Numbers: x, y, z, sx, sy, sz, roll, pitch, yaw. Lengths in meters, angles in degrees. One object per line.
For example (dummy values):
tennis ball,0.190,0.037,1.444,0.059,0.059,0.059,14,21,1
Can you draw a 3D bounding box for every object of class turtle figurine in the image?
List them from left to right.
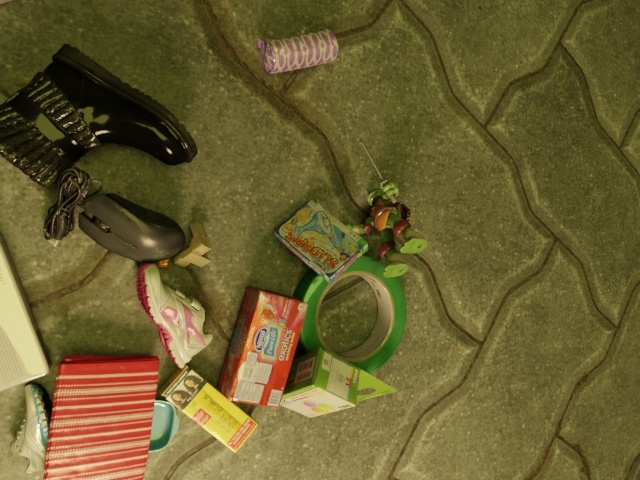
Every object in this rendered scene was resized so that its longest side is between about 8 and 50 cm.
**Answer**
turtle figurine,0.133,-0.052,1.147,0.198,0.266,0.275,-35,140,12

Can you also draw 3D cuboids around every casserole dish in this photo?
casserole dish,-0.413,0.406,0.995,0.189,0.037,0.114,11,86,-24

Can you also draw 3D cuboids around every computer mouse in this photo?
computer mouse,-0.416,-0.017,0.928,0.272,0.072,0.188,23,121,-27

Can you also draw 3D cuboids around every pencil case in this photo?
pencil case,-0.056,-0.482,1.139,0.206,0.086,0.088,-19,71,-25

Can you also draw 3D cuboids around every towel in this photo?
towel,-0.449,0.375,0.929,0.199,0.031,0.274,9,86,-36

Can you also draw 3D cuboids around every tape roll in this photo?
tape roll,0.080,0.198,1.206,0.322,0.077,0.320,0,90,-25

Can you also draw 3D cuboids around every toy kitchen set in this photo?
toy kitchen set,-0.297,0.015,1.057,0.083,0.075,0.068,-33,149,11

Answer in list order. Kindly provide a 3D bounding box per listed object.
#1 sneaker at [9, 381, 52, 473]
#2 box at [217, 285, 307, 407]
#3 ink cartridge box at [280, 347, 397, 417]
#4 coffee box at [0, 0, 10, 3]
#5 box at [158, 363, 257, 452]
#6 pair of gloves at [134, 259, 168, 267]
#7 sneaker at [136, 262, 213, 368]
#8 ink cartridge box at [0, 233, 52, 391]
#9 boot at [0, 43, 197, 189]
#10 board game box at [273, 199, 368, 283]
sneaker,-0.580,0.381,0.900,0.083,0.071,0.190,-12,95,-19
box,-0.140,0.249,1.075,0.128,0.123,0.256,19,82,-25
ink cartridge box,0.036,0.381,1.113,0.255,0.189,0.097,33,47,-21
coffee box,-0.648,-0.624,0.834,0.168,0.119,0.297,-33,104,-20
box,-0.261,0.392,1.054,0.087,0.058,0.232,-48,109,-18
pair of gloves,-0.384,0.025,1.022,0.083,0.010,0.074,7,87,-24
sneaker,-0.323,0.154,1.003,0.111,0.103,0.252,-30,116,-27
ink cartridge box,-0.699,0.161,0.842,0.261,0.066,0.296,-19,98,-24
boot,-0.461,-0.198,0.914,0.348,0.131,0.260,34,69,-11
board game box,0.000,0.000,1.118,0.136,0.201,0.035,-42,152,-20
